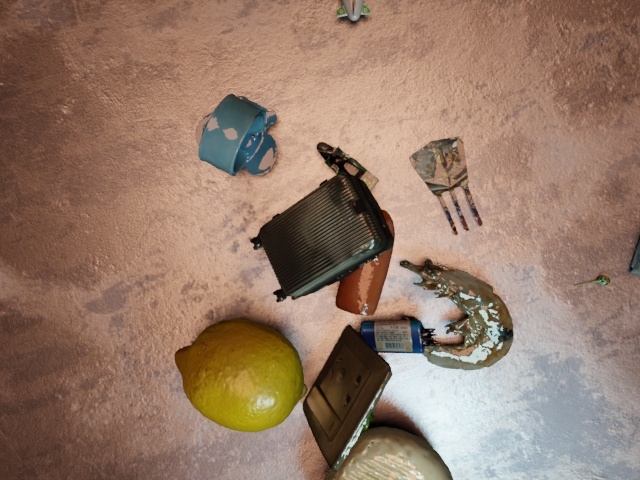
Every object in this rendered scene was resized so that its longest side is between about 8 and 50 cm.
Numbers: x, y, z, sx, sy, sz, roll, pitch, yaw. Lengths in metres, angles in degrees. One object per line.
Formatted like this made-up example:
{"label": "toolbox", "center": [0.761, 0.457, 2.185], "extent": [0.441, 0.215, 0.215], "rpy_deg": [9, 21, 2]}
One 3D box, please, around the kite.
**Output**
{"label": "kite", "center": [0.327, -0.137, 1.151], "extent": [0.141, 0.015, 0.245], "rpy_deg": [-22, 88, 3]}

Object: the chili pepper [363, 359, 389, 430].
{"label": "chili pepper", "center": [0.120, 0.383, 1.137], "extent": [0.050, 0.073, 0.182], "rpy_deg": [24, 57, 0]}

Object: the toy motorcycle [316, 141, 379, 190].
{"label": "toy motorcycle", "center": [0.060, -0.183, 1.113], "extent": [0.173, 0.100, 0.058], "rpy_deg": [39, 93, -2]}

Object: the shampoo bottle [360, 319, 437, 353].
{"label": "shampoo bottle", "center": [0.192, 0.237, 1.124], "extent": [0.183, 0.050, 0.087], "rpy_deg": [-4, 107, 21]}

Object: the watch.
{"label": "watch", "center": [-0.198, -0.252, 1.069], "extent": [0.210, 0.193, 0.211], "rpy_deg": [0, 95, 1]}

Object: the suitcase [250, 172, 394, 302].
{"label": "suitcase", "center": [0.000, 0.000, 1.051], "extent": [0.312, 0.128, 0.202], "rpy_deg": [-32, 74, 24]}

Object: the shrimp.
{"label": "shrimp", "center": [0.317, 0.183, 1.140], "extent": [0.360, 0.085, 0.247], "rpy_deg": [43, 99, -4]}

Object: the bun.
{"label": "bun", "center": [0.159, 0.634, 1.095], "extent": [0.359, 0.211, 0.360], "rpy_deg": [0, 80, 0]}

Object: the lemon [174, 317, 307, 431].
{"label": "lemon", "center": [-0.185, 0.309, 1.069], "extent": [0.319, 0.245, 0.245], "rpy_deg": [17, 93, 3]}

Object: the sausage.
{"label": "sausage", "center": [0.114, 0.050, 1.116], "extent": [0.113, 0.113, 0.259], "rpy_deg": [14, 94, 1]}

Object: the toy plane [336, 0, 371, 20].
{"label": "toy plane", "center": [0.077, -0.620, 1.105], "extent": [0.174, 0.080, 0.174], "rpy_deg": [0, 90, 2]}

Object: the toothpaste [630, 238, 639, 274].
{"label": "toothpaste", "center": [0.847, -0.057, 1.107], "extent": [0.071, 0.089, 0.313], "rpy_deg": [16, 92, -5]}

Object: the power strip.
{"label": "power strip", "center": [0.068, 0.360, 1.073], "extent": [0.092, 0.257, 0.251], "rpy_deg": [35, 91, -23]}

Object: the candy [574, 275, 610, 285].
{"label": "candy", "center": [0.684, 0.107, 1.153], "extent": [0.083, 0.025, 0.023], "rpy_deg": [-14, 64, 10]}
